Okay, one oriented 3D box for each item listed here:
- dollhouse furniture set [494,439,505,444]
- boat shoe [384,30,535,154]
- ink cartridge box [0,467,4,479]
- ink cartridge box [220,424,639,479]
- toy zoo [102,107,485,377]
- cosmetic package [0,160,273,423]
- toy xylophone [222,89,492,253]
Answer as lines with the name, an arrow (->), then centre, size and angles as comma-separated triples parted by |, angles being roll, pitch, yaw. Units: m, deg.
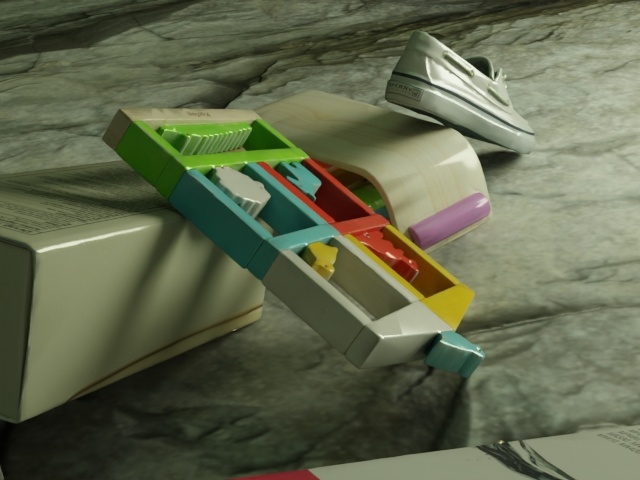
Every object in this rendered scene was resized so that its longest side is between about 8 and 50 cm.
dollhouse furniture set -> 0.111, 0.149, 0.629 | 0.076, 0.058, 0.152 | 10, 31, 30
boat shoe -> 0.151, -0.140, 1.064 | 0.083, 0.075, 0.226 | 23, 5, 36
ink cartridge box -> -0.298, 0.122, 0.753 | 0.090, 0.092, 0.143 | -27, 33, -34
ink cartridge box -> 0.073, 0.171, 0.408 | 0.237, 0.172, 0.100 | -4, 5, -16
toy zoo -> 0.000, 0.000, 0.810 | 0.293, 0.030, 0.192 | 40, 21, 16
cosmetic package -> -0.171, 0.018, 0.785 | 0.160, 0.113, 0.309 | 13, 14, 23
toy xylophone -> -0.006, -0.067, 1.066 | 0.236, 0.081, 0.323 | -21, 29, -26
